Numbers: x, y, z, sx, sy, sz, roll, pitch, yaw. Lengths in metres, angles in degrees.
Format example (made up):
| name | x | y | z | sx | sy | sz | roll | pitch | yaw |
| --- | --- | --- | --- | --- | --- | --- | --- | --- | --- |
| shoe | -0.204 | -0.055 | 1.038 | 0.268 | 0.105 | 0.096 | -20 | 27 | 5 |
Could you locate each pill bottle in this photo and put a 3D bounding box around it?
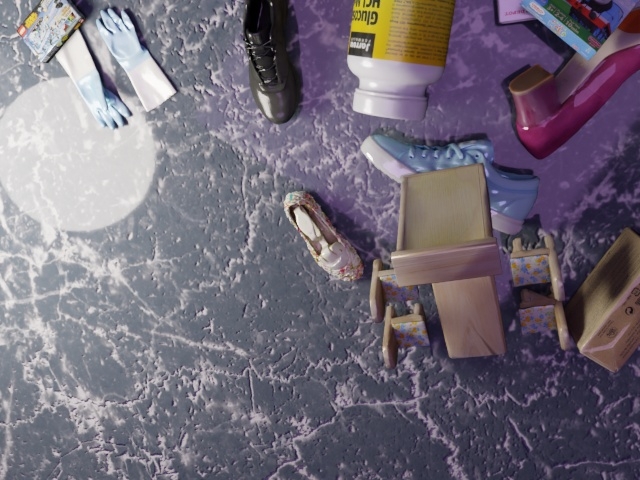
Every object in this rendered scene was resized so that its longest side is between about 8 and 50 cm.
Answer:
| name | x | y | z | sx | sy | sz | roll | pitch | yaw |
| --- | --- | --- | --- | --- | --- | --- | --- | --- | --- |
| pill bottle | 0.151 | -0.402 | 1.316 | 0.187 | 0.188 | 0.334 | 9 | 105 | 8 |

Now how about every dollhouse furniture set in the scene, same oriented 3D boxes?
| name | x | y | z | sx | sy | sz | roll | pitch | yaw |
| --- | --- | --- | --- | --- | --- | --- | --- | --- | --- |
| dollhouse furniture set | 0.265 | 0.097 | 1.315 | 0.362 | 0.256 | 0.394 | -8 | 124 | 16 |

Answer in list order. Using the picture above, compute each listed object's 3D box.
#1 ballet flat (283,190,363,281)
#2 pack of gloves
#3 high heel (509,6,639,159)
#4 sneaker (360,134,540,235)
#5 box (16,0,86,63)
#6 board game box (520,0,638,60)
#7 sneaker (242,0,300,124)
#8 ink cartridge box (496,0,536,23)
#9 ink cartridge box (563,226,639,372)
| name | x | y | z | sx | sy | sz | roll | pitch | yaw |
| --- | --- | --- | --- | --- | --- | --- | --- | --- | --- |
| ballet flat | 0.000 | 0.000 | 1.502 | 0.091 | 0.077 | 0.241 | -39 | 95 | 16 |
| pack of gloves | -0.452 | -0.365 | 1.505 | 0.195 | 0.046 | 0.232 | -29 | 98 | 16 |
| high heel | 0.544 | -0.306 | 1.340 | 0.377 | 0.127 | 0.181 | -25 | 130 | 9 |
| sneaker | 0.264 | -0.152 | 1.397 | 0.365 | 0.135 | 0.150 | 24 | 106 | -9 |
| box | -0.577 | -0.462 | 1.503 | 0.137 | 0.027 | 0.094 | -41 | 84 | 17 |
| board game box | 0.487 | -0.453 | 1.267 | 0.160 | 0.039 | 0.211 | 40 | 76 | 3 |
| sneaker | -0.111 | -0.373 | 1.400 | 0.109 | 0.130 | 0.286 | -8 | 104 | 10 |
| ink cartridge box | 0.380 | -0.482 | 1.324 | 0.099 | 0.056 | 0.135 | -4 | 103 | 11 |
| ink cartridge box | 0.585 | 0.110 | 1.367 | 0.088 | 0.193 | 0.235 | 31 | 108 | -1 |
